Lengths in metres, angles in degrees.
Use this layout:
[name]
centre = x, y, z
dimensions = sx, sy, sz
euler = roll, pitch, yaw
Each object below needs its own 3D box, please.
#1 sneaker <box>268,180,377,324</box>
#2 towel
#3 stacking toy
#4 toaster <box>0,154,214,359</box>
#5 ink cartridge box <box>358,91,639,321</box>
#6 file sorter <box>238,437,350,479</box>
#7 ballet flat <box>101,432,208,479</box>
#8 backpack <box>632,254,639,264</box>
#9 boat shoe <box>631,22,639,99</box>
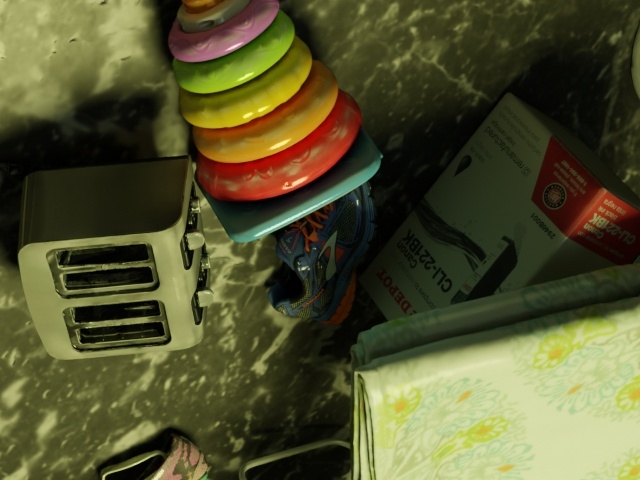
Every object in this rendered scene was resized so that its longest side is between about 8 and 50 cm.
[sneaker]
centre = 0.000, 0.000, 1.562
dimensions = 0.087, 0.083, 0.221
euler = -4, 125, -22
[towel]
centre = 0.203, 0.177, 1.532
dimensions = 0.375, 0.090, 0.320
euler = -13, 139, -12
[stacking toy]
centre = -0.078, -0.167, 1.351
dimensions = 0.166, 0.175, 0.301
euler = -29, 121, -4
[toaster]
centre = -0.195, 0.013, 1.402
dimensions = 0.186, 0.110, 0.168
euler = -5, 134, 0
[ink cartridge box]
centre = 0.193, 0.014, 1.603
dimensions = 0.114, 0.197, 0.273
euler = 24, 111, -40
[file sorter]
centre = -0.019, 0.395, 1.738
dimensions = 0.193, 0.173, 0.277
euler = -9, 128, -42
[ballet flat]
centre = -0.226, 0.295, 1.674
dimensions = 0.221, 0.077, 0.079
euler = -40, 102, -8
[backpack]
centre = 0.472, 0.035, 1.828
dimensions = 0.188, 0.144, 0.166
euler = -47, 140, 15
[boat shoe]
centre = 0.391, -0.218, 1.618
dimensions = 0.080, 0.076, 0.228
euler = -17, 132, -18
